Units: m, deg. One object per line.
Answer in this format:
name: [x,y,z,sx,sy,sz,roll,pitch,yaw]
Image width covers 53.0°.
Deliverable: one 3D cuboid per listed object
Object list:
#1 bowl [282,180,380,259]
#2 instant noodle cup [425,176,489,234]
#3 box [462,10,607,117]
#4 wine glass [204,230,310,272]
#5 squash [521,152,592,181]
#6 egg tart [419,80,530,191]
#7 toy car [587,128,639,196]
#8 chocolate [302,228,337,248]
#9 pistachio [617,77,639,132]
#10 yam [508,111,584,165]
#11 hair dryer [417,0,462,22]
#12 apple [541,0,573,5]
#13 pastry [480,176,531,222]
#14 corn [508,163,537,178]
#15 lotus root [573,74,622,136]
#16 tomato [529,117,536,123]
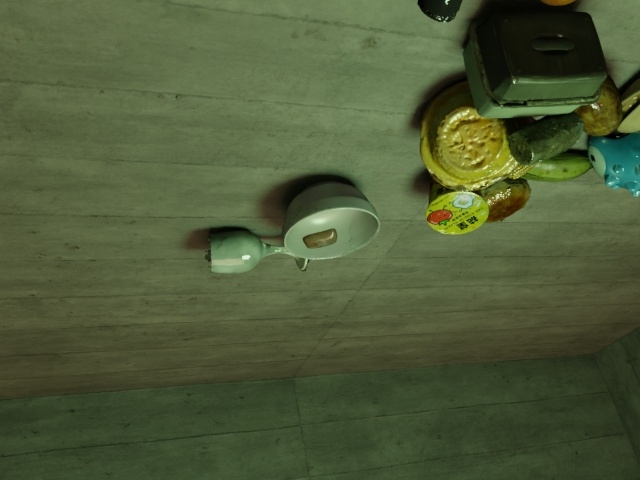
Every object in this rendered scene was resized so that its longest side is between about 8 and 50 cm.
bowl: [0.022,-0.072,1.887,0.286,0.144,0.287,-9,150,-5]
instant noodle cup: [0.399,-0.130,1.904,0.182,0.144,0.182,2,140,2]
box: [0.475,-0.391,1.427,0.290,0.221,0.166,-6,165,-14]
wine glass: [-0.196,0.034,1.999,0.321,0.143,0.143,0,149,-20]
squash: [0.707,-0.221,1.940,0.340,0.095,0.094,-1,149,-20]
egg tart: [0.371,-0.253,1.587,0.288,0.288,0.118,-28,-174,26]
toy car: [0.892,-0.227,1.845,0.255,0.190,0.188,21,163,25]
chocolate: [0.000,0.000,1.830,0.100,0.031,0.064,-13,147,5]
pistachio: [0.876,-0.369,1.702,0.144,0.144,0.215,5,157,-28]
yam: [0.520,-0.237,1.506,0.183,0.107,0.107,-23,158,-28]
hair dryer: [0.172,-0.525,1.223,0.251,0.089,0.197,1,149,-10]
apple: [0.441,-0.540,1.183,0.195,0.196,0.196,-9,151,-5]
pastry: [0.560,-0.129,2.021,0.192,0.093,0.182,-5,147,-29]
corn: [0.610,-0.253,1.823,0.207,0.068,0.068,-41,145,7]
lotus root: [0.696,-0.357,1.638,0.128,0.145,0.260,-33,147,22]
tomato: [0.482,-0.277,1.729,0.228,0.101,0.228,-23,170,-4]
